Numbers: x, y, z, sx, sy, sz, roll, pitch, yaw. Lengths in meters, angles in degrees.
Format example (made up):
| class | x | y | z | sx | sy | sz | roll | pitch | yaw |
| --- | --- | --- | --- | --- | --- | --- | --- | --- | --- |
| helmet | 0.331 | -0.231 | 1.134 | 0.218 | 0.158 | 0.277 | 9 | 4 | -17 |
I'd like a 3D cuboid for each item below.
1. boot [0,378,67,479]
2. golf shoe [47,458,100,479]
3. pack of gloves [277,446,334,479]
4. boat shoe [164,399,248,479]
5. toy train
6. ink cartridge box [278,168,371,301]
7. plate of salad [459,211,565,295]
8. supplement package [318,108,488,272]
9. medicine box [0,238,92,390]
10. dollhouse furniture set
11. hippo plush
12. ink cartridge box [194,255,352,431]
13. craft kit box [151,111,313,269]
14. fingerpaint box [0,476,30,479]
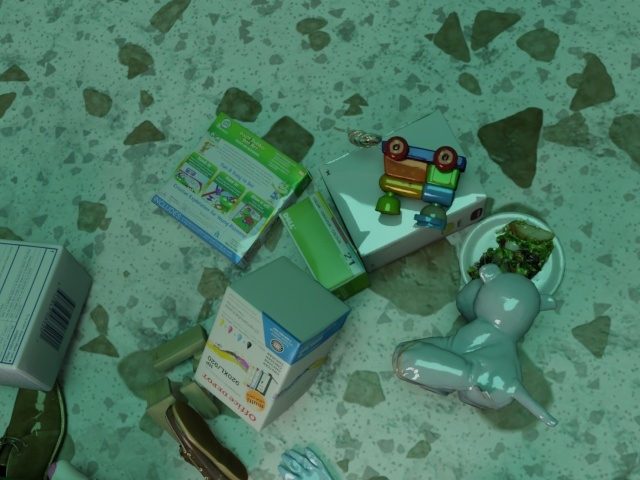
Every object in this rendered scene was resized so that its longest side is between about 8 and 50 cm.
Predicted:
| class | x | y | z | sx | sy | sz | roll | pitch | yaw |
| --- | --- | --- | --- | --- | --- | --- | --- | --- | --- |
| boot | -0.583 | 0.400 | 1.407 | 0.112 | 0.115 | 0.306 | -2 | 72 | 14 |
| golf shoe | -0.379 | 0.507 | 1.353 | 0.306 | 0.115 | 0.140 | 41 | 76 | 9 |
| pack of gloves | -0.030 | 0.513 | 1.315 | 0.232 | 0.046 | 0.195 | 41 | 86 | 17 |
| boat shoe | -0.226 | 0.394 | 1.338 | 0.073 | 0.073 | 0.207 | -36 | 96 | 15 |
| toy train | 0.126 | -0.111 | 1.286 | 0.247 | 0.105 | 0.144 | 13 | 90 | 13 |
| ink cartridge box | 0.000 | 0.000 | 1.341 | 0.097 | 0.255 | 0.189 | -30 | 72 | 1 |
| plate of salad | 0.368 | 0.037 | 1.376 | 0.199 | 0.048 | 0.200 | -2 | 75 | 9 |
| supplement package | 0.161 | -0.092 | 1.397 | 0.261 | 0.145 | 0.204 | -26 | 72 | 3 |
| medicine box | -0.657 | 0.143 | 1.444 | 0.289 | 0.149 | 0.264 | 5 | 62 | 12 |
| dollhouse furniture set | -0.260 | 0.284 | 1.428 | 0.144 | 0.123 | 0.151 | -29 | 37 | 1 |
| hippo plush | 0.267 | 0.157 | 1.240 | 0.234 | 0.294 | 0.237 | 21 | 79 | -7 |
| ink cartridge box | -0.090 | 0.186 | 1.298 | 0.171 | 0.168 | 0.233 | 36 | 124 | 18 |
| craft kit box | -0.187 | -0.108 | 1.511 | 0.249 | 0.061 | 0.247 | 36 | 86 | 17 |
| fingerpaint box | -0.541 | 0.657 | 1.234 | 0.370 | 0.163 | 0.445 | 3 | 93 | 12 |
